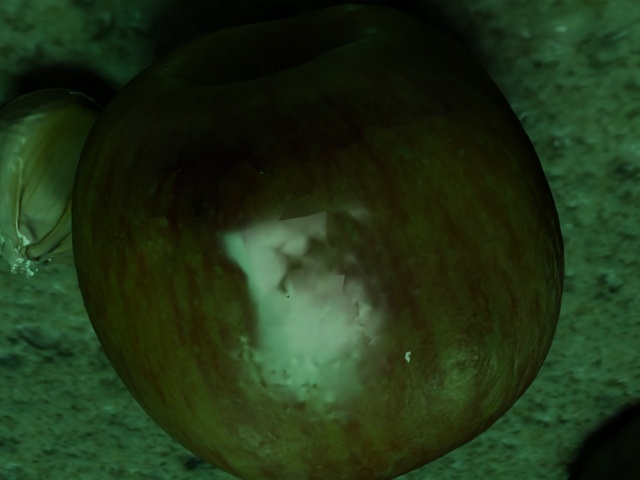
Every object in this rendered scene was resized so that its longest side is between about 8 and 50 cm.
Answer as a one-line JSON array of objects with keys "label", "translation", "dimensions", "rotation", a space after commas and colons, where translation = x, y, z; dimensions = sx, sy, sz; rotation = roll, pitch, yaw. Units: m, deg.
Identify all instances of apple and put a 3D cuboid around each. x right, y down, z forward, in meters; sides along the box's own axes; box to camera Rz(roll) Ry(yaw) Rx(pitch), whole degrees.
[{"label": "apple", "translation": [0.000, 0.000, 0.608], "dimensions": [0.211, 0.211, 0.188], "rotation": [-7, 117, 12]}]

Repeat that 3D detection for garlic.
[{"label": "garlic", "translation": [-0.130, -0.026, 0.685], "dimensions": [0.074, 0.094, 0.113], "rotation": [30, 161, 33]}]

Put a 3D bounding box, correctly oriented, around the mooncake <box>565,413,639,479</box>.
[{"label": "mooncake", "translation": [0.273, 0.194, 0.896], "dimensions": [0.228, 0.124, 0.228], "rotation": [1, 139, 1]}]
